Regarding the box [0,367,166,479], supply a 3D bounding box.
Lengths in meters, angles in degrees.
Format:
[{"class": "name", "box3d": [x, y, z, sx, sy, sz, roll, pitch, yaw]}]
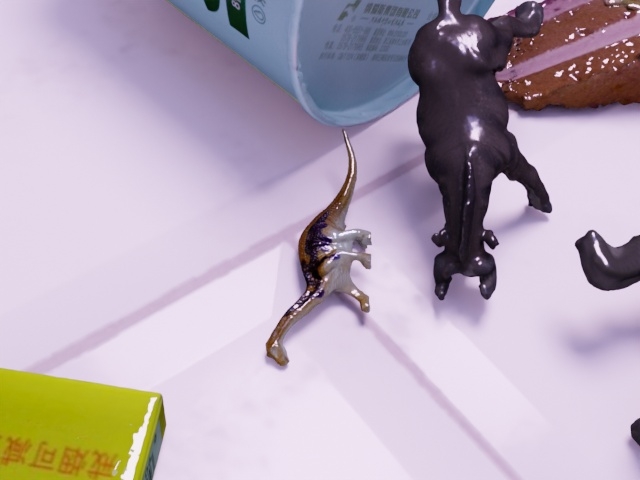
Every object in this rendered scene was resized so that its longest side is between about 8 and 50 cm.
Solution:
[{"class": "box", "box3d": [-0.193, 0.206, 0.315, 0.186, 0.047, 0.335, 10, 50, -2]}]

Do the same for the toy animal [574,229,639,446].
[{"class": "toy animal", "box3d": [0.255, 0.079, 0.456, 0.146, 0.114, 0.245, -31, 84, -21]}]

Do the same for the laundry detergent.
[{"class": "laundry detergent", "box3d": [-0.026, -0.286, 0.576, 0.305, 0.287, 0.287, 40, 57, 21]}]

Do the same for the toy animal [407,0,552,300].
[{"class": "toy animal", "box3d": [0.107, -0.081, 0.516, 0.084, 0.233, 0.148, -2, 6, 20]}]

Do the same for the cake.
[{"class": "cake", "box3d": [0.287, -0.174, 0.678, 0.295, 0.113, 0.116, -11, 52, -1]}]

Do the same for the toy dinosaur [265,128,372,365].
[{"class": "toy dinosaur", "box3d": [0.014, 0.005, 0.511, 0.058, 0.037, 0.180, 18, 52, 0]}]
